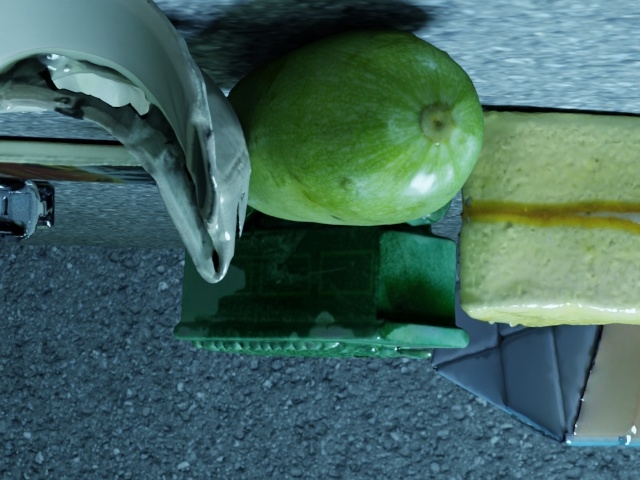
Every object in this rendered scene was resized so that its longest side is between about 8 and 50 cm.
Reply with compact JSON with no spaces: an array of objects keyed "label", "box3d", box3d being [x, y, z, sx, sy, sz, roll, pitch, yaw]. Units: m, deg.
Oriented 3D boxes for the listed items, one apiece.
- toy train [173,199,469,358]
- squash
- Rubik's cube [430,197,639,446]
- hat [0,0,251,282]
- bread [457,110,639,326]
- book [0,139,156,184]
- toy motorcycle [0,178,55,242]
[{"label":"toy train","box3d":[0.000,0.000,1.376,0.266,0.201,0.145,-3,172,40]},{"label":"squash","box3d":[-0.007,-0.069,1.014,0.118,0.118,0.370,4,-179,-20]},{"label":"Rubik's cube","box3d":[0.271,0.059,1.526,0.225,0.221,0.231,5,-167,-34]},{"label":"hat","box3d":[-0.121,-0.097,0.896,0.219,0.164,0.226,27,137,4]},{"label":"bread","box3d":[0.251,-0.019,1.217,0.264,0.167,0.163,-3,174,28]},{"label":"book","box3d":[-0.217,-0.081,1.706,0.374,0.028,0.262,2,178,6]},{"label":"toy motorcycle","box3d":[-0.478,-0.043,2.044,0.263,0.091,0.157,1,-179,-8]}]
